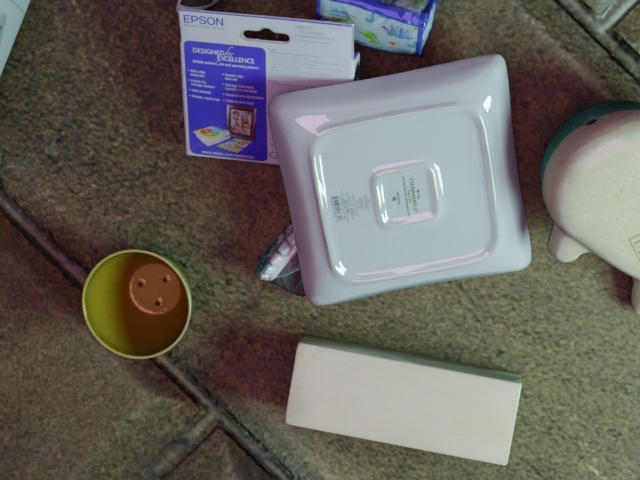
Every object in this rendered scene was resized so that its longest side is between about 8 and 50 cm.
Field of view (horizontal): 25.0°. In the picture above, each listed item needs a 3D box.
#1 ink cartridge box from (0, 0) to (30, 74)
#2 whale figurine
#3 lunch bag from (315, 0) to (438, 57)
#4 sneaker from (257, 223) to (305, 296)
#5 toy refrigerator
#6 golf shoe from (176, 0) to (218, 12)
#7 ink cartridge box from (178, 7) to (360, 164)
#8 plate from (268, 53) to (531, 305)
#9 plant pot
[{"bbox_3d":[-0.518,-0.245,1.678,0.279,0.160,0.384,21,87,4],"label":"ink cartridge box"},{"bbox_3d":[0.360,-0.041,1.667,0.216,0.141,0.272,-27,120,12],"label":"whale figurine"},{"bbox_3d":[0.065,-0.264,1.640,0.129,0.151,0.096,16,101,6],"label":"lunch bag"},{"bbox_3d":[0.000,0.000,1.753,0.076,0.065,0.166,39,107,-17],"label":"sneaker"},{"bbox_3d":[0.101,0.191,1.750,0.270,0.094,0.102,9,94,6],"label":"toy refrigerator"},{"bbox_3d":[-0.205,-0.385,1.685,0.273,0.105,0.120,46,110,-1],"label":"golf shoe"},{"bbox_3d":[-0.058,-0.182,1.684,0.206,0.045,0.208,7,130,7],"label":"ink cartridge box"},{"bbox_3d":[0.097,-0.058,1.675,0.278,0.045,0.277,-10,115,2],"label":"plate"},{"bbox_3d":[-0.213,0.068,1.769,0.134,0.095,0.134,2,101,8],"label":"plant pot"}]
